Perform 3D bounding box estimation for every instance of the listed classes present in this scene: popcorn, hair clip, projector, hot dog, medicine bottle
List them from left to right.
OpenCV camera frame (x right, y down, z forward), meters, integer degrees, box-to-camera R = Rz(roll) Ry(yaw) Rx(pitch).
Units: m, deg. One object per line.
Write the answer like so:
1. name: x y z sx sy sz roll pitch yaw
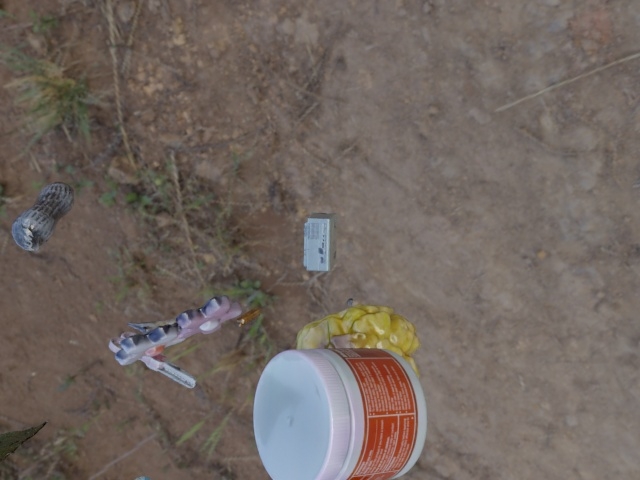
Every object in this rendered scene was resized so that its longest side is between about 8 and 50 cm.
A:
1. hair clip: -0.277 0.169 1.360 0.146 0.256 0.075 69 -176 -66
2. hot dog: -0.237 0.257 2.349 0.049 0.122 0.037 -20 96 34
3. projector: 0.000 0.000 1.489 0.147 0.061 0.115 -46 -41 -81
4. medicine bottle: 0.038 0.329 1.325 0.252 0.240 0.253 -12 75 51
5. popcorn: 0.110 0.343 1.943 0.349 0.348 0.382 143 115 -66

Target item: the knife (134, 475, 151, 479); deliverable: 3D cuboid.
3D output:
1. knife: -0.401 0.612 1.538 0.222 0.064 0.031 -99 2 -52

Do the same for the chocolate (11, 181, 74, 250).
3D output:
1. chocolate: -0.787 -0.072 2.003 0.110 0.248 0.110 9 134 10

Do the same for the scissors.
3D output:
1. scissors: -0.420 0.306 1.800 0.242 0.118 0.031 27 103 10

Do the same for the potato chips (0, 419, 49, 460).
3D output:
1. potato chips: -0.703 0.455 1.558 0.142 0.209 0.026 -159 51 -69
